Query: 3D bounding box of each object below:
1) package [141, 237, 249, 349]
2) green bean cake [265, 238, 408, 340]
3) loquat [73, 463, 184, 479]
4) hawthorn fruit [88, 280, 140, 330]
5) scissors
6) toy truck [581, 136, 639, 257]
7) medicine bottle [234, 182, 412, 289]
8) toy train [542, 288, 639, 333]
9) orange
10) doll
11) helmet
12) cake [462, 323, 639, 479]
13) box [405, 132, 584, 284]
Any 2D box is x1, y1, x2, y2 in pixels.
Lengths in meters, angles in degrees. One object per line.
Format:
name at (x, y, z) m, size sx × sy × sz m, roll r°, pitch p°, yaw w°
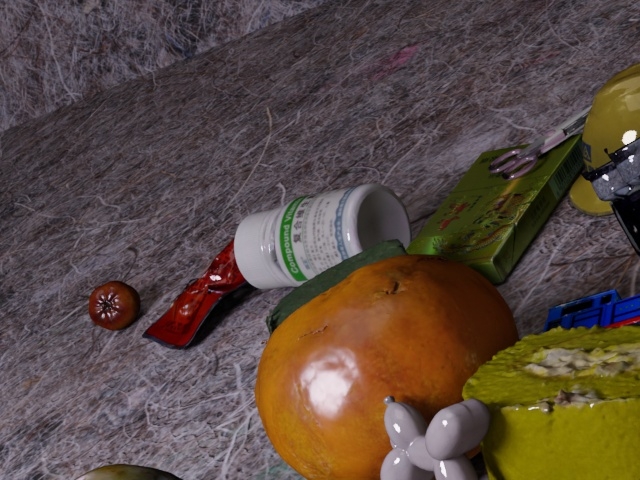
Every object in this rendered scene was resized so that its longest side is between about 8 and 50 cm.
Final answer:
package at (-0.151, 0.058, 2.302) m, size 0.269 × 0.071 × 0.194 m, roll -40°, pitch 9°, yaw -18°
green bean cake at (0.046, 0.120, 1.823) m, size 0.223 × 0.125 × 0.227 m, roll -26°, pitch 23°, yaw 2°
loquat at (-0.208, 0.326, 1.609) m, size 0.227 × 0.179 × 0.179 m, roll -12°, pitch 26°, yaw 46°
hawthorn fruit at (-0.321, 0.103, 2.415) m, size 0.081 × 0.081 × 0.093 m, roll -24°, pitch -8°, yaw 13°
scissors at (0.314, -0.137, 2.089) m, size 0.176 × 0.022 × 0.085 m, roll -33°, pitch 21°, yaw -7°
toy truck at (0.423, -0.067, 1.595) m, size 0.178 × 0.176 × 0.363 m, roll -29°, pitch -4°, yaw -19°
medicine bottle at (0.000, 0.000, 2.138) m, size 0.237 × 0.139 × 0.139 m, roll -8°, pitch 29°, yaw 43°
toy train at (0.327, 0.102, 1.556) m, size 0.204 × 0.082 × 0.131 m, roll -18°, pitch 21°, yaw 26°
orange at (0.073, 0.141, 1.570) m, size 0.284 × 0.226 × 0.284 m, roll -29°, pitch -4°, yaw -2°
doll at (0.110, 0.206, 1.374) m, size 0.059 × 0.161 × 0.160 m, roll -18°, pitch -10°, yaw -31°
helmet at (0.419, -0.156, 1.963) m, size 0.257 × 0.140 × 0.205 m, roll -27°, pitch 21°, yaw -1°
cake at (0.262, 0.167, 1.373) m, size 0.261 × 0.156 × 0.179 m, roll -7°, pitch 20°, yaw 43°
box at (0.231, -0.037, 2.054) m, size 0.173 × 0.043 × 0.311 m, roll -9°, pitch 29°, yaw 41°
